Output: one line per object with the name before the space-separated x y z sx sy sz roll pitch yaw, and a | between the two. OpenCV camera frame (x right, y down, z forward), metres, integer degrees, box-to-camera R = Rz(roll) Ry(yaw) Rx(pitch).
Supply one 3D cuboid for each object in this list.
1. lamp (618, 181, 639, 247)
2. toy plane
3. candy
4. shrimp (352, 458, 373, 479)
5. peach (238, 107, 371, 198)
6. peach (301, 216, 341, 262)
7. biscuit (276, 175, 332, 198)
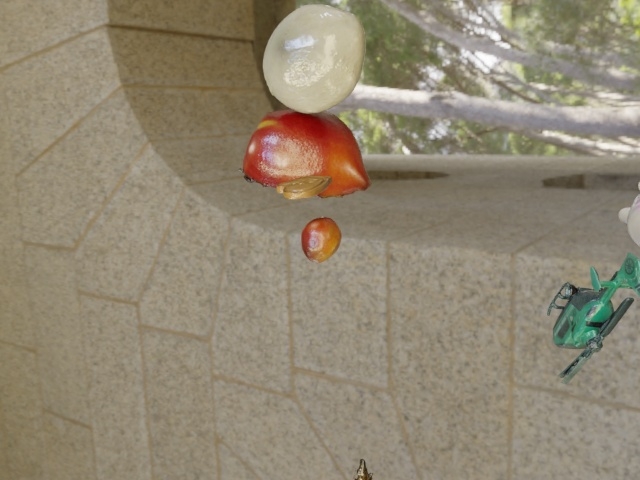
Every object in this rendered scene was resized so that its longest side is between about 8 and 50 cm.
lamp | 0.690 -0.024 1.234 0.108 0.246 0.179 -50 -20 -19
toy plane | 0.348 0.091 0.854 0.235 0.060 0.096 100 177 -49
candy | -0.022 -0.456 1.673 0.185 0.295 0.296 8 -93 -51
shrimp | 0.135 0.541 1.360 0.035 0.147 0.195 -8 -83 -80
peach | -0.028 -0.247 1.794 0.258 0.361 0.201 -49 -30 -60
peach | -0.001 0.000 1.549 0.100 0.100 0.101 -11 -77 -55
biscuit | -0.042 -0.121 1.476 0.140 0.118 0.023 -56 -39 -64
